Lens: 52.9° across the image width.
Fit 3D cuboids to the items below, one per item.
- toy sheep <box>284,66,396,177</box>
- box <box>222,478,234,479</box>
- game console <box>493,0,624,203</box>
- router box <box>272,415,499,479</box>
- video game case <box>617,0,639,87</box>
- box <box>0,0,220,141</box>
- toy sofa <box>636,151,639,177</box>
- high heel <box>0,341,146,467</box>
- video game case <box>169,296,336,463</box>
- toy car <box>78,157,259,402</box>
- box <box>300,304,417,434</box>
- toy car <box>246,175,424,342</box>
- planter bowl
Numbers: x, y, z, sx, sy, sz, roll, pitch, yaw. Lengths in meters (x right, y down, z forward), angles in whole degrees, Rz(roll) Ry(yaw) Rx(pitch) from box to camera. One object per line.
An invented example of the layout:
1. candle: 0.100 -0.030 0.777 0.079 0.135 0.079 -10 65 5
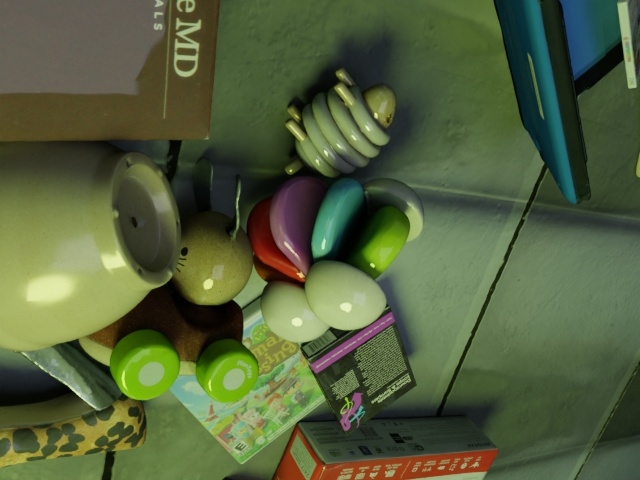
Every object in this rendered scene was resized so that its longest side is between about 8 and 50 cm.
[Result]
1. toy sheep: 0.016 -0.105 0.616 0.132 0.091 0.091 -30 136 26
2. box: -0.117 0.360 0.829 0.062 0.052 0.083 31 97 -39
3. game console: 0.274 -0.232 0.648 0.173 0.250 0.293 -20 131 13
4. router box: 0.068 0.407 0.951 0.335 0.082 0.301 8 112 -35
5. video game case: 0.357 -0.249 0.734 0.122 0.011 0.087 53 51 -44
6. box: -0.257 -0.163 0.377 0.381 0.143 0.191 -7 120 -30
7. toy sofa: 0.525 -0.216 0.819 0.177 0.150 0.362 -33 130 -12
8. high heel: -0.296 0.217 0.601 0.261 0.093 0.186 -44 125 -13
9. video game case: -0.053 0.150 0.762 0.212 0.023 0.193 -35 130 -9
10. toy car: -0.119 0.022 0.570 0.149 0.155 0.188 13 100 -37
11. box: 0.052 0.159 0.800 0.116 0.029 0.162 -31 128 -12
12. toy car: 0.000 0.000 0.617 0.136 0.182 0.159 43 55 -17
13. planter bowl: -0.169 -0.008 0.459 0.109 0.162 0.162 -9 129 14
